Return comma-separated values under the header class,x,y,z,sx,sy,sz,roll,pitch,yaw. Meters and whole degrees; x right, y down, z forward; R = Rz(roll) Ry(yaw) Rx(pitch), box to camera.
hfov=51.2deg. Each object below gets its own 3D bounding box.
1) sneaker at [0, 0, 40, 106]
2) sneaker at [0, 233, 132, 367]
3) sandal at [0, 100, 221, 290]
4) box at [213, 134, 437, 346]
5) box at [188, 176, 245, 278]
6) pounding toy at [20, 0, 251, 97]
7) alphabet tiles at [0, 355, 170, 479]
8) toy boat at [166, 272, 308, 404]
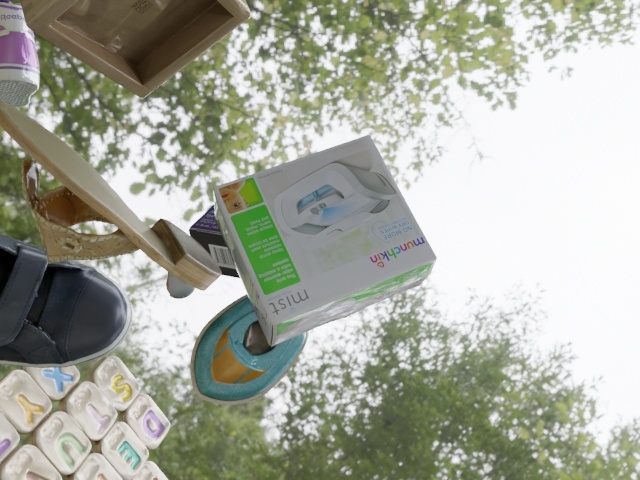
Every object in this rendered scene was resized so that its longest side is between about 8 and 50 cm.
class,x,y,z,sx,sy,sz,roll,pitch,yaw
sneaker,-0.533,-0.312,1.112,0.282,0.102,0.161,-4,-89,48
sneaker,-0.346,0.045,0.649,0.127,0.321,0.126,138,-34,-69
sandal,-0.185,-0.005,0.546,0.079,0.240,0.088,-44,-136,3
box,0.000,0.000,1.015,0.126,0.262,0.231,102,-35,-65
box,-0.131,-0.027,1.316,0.153,0.207,0.108,8,-52,25
pounding toy,-0.132,-0.235,0.507,0.206,0.181,0.094,-31,-117,17
alphabet tiles,-0.292,0.270,0.805,0.021,0.284,0.278,-24,-73,29
toy boat,-0.196,0.177,1.358,0.318,0.267,0.148,43,-15,-2
